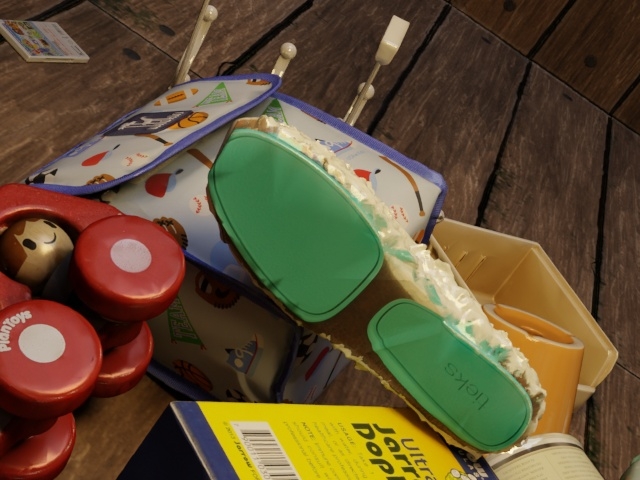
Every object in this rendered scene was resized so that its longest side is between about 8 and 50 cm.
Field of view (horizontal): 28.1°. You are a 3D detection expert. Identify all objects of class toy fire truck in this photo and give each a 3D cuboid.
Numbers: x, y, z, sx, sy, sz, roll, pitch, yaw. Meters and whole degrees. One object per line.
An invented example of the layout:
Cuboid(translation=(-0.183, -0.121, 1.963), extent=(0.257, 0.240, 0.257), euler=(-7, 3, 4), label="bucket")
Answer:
Cuboid(translation=(-0.282, 0.054, 1.146), extent=(0.254, 0.169, 0.302), euler=(34, 48, 6), label="toy fire truck")

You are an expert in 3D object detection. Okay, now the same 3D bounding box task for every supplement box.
Cuboid(translation=(-0.002, 0.279, 1.141), extent=(0.357, 0.194, 0.195), euler=(8, 36, -44), label="supplement box")

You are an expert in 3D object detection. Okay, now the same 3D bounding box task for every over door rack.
Cuboid(translation=(-0.044, -0.222, 1.540), extent=(0.240, 0.324, 0.108), euler=(25, 59, -3), label="over door rack")

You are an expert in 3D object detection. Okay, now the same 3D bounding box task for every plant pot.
Cuboid(translation=(0.216, 0.183, 1.510), extent=(0.205, 0.187, 0.205), euler=(19, 11, -4), label="plant pot")

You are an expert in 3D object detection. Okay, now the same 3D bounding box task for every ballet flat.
Cuboid(translation=(0.049, 0.043, 1.213), extent=(0.409, 0.147, 0.147), euler=(47, 24, -10), label="ballet flat")

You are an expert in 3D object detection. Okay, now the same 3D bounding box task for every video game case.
Cuboid(translation=(-0.400, -0.286, 1.838), extent=(0.087, 0.011, 0.122), euler=(46, 27, 20), label="video game case")

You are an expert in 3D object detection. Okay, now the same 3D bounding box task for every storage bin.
Cuboid(translation=(0.251, 0.107, 1.826), extent=(0.262, 0.123, 0.260), euler=(14, 33, -38), label="storage bin")

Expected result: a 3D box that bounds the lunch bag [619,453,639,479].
Cuboid(translation=(0.431, 0.403, 1.488), extent=(0.262, 0.160, 0.223), euler=(38, 21, 9), label="lunch bag")

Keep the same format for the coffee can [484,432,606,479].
Cuboid(translation=(0.257, 0.364, 1.301), extent=(0.202, 0.201, 0.275), euler=(11, 35, -41), label="coffee can")

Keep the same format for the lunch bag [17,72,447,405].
Cuboid(translation=(-0.108, -0.021, 1.415), extent=(0.385, 0.239, 0.328), euler=(31, 42, 18), label="lunch bag")

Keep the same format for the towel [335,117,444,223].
Cuboid(translation=(-0.013, -0.031, 1.702), extent=(0.235, 0.121, 0.284), euler=(44, 44, 21), label="towel")
